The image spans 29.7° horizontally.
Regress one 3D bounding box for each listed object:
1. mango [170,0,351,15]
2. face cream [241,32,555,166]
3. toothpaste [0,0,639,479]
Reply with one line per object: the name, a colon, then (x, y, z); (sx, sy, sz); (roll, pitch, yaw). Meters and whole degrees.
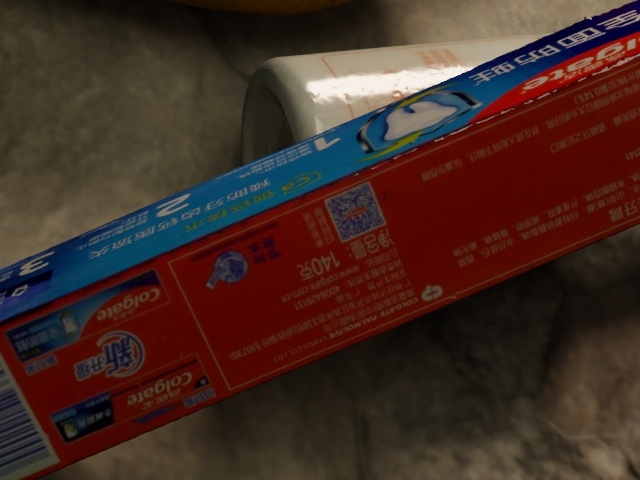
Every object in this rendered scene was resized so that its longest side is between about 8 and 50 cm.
mango: (-0.051, -0.194, 0.576); (0.295, 0.177, 0.120); (-7, 26, -16)
face cream: (0.094, -0.048, 0.575); (0.252, 0.101, 0.101); (-8, 66, -20)
toothpaste: (0.000, 0.000, 0.455); (0.320, 0.076, 0.066); (-22, 109, 1)
